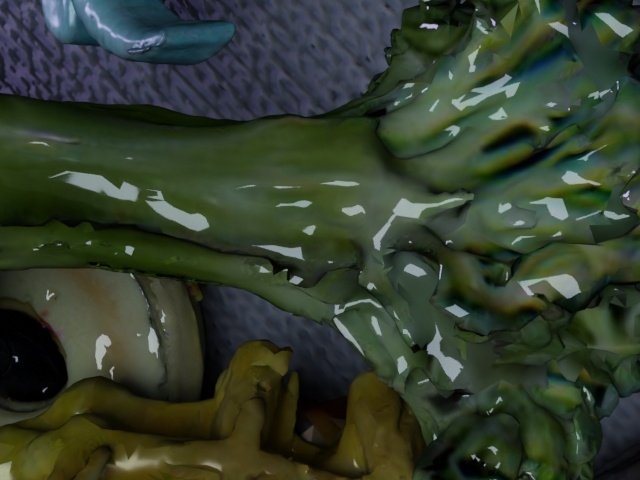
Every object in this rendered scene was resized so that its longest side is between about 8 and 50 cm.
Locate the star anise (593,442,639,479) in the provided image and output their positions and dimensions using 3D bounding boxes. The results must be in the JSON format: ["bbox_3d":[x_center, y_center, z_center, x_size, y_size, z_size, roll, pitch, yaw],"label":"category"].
[{"bbox_3d":[0.238,0.069,0.510,0.315,0.108,0.315,3,99,18],"label":"star anise"}]

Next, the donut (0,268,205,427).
[{"bbox_3d":[-0.130,0.050,0.631,0.175,0.068,0.174,2,96,18],"label":"donut"}]

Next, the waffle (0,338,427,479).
[{"bbox_3d":[-0.031,0.229,0.476,0.380,0.095,0.382,-37,73,-20],"label":"waffle"}]

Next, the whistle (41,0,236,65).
[{"bbox_3d":[-0.080,-0.163,0.534,0.274,0.093,0.186,6,99,46],"label":"whistle"}]

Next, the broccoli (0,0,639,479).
[{"bbox_3d":[0.010,0.017,0.475,0.275,0.177,0.198,-16,80,-19],"label":"broccoli"}]
